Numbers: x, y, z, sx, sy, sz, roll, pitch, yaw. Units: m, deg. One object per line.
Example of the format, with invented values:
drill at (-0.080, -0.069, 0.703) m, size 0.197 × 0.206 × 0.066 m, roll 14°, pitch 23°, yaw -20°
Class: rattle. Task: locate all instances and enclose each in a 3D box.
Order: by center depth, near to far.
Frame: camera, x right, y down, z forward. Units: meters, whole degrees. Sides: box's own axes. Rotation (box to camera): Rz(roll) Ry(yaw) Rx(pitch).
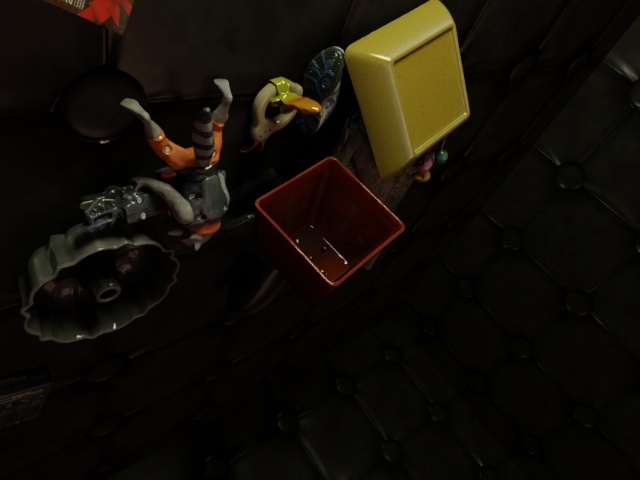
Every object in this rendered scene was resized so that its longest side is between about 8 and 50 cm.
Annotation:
rattle at (-0.087, -0.244, 1.018) m, size 0.200 × 0.143 × 0.130 m, roll -56°, pitch 170°, yaw 22°

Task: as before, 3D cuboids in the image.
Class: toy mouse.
toy mouse at (0.305, -0.212, 1.246) m, size 0.161 × 0.031 × 0.143 m, roll -18°, pitch 150°, yaw -50°

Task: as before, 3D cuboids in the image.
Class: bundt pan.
bundt pan at (-0.492, 0.076, 1.012) m, size 0.331 × 0.124 × 0.331 m, roll -32°, pitch 156°, yaw -16°

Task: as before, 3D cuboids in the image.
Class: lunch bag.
lunch bag at (0.126, -0.207, 1.283) m, size 0.256 × 0.212 × 0.305 m, roll -24°, pitch 154°, yaw -42°

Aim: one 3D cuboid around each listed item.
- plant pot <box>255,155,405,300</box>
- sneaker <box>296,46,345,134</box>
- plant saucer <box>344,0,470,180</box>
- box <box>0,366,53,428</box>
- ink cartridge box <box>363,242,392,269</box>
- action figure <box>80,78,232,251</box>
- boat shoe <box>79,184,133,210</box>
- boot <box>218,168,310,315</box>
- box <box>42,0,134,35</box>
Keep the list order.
plant pot at (0.000, 0.000, 1.161) m, size 0.267 × 0.267 × 0.236 m, roll -36°, pitch 165°, yaw -31°
sneaker at (0.004, -0.348, 1.056) m, size 0.081 × 0.080 × 0.211 m, roll -47°, pitch 169°, yaw -47°
plant saucer at (0.240, -0.355, 1.092) m, size 0.333 × 0.081 × 0.333 m, roll -38°, pitch 125°, yaw -25°
box at (-0.855, 0.435, 1.209) m, size 0.232 × 0.059 × 0.183 m, roll -7°, pitch 142°, yaw -49°
ink cartridge box at (0.137, -0.047, 1.556) m, size 0.088 × 0.234 × 0.193 m, roll -30°, pitch 157°, yaw -41°
action figure at (-0.281, -0.112, 0.892) m, size 0.341 × 0.178 × 0.330 m, roll -38°, pitch 142°, yaw -39°
boat shoe at (-0.421, -0.088, 0.930) m, size 0.133 × 0.042 × 0.049 m, roll -16°, pitch 168°, yaw -43°
boot at (-0.194, 0.031, 1.326) m, size 0.367 × 0.146 × 0.445 m, roll -46°, pitch 161°, yaw -8°
box at (-0.263, -0.403, 0.486) m, size 0.201 × 0.057 × 0.293 m, roll 2°, pitch 119°, yaw -56°
